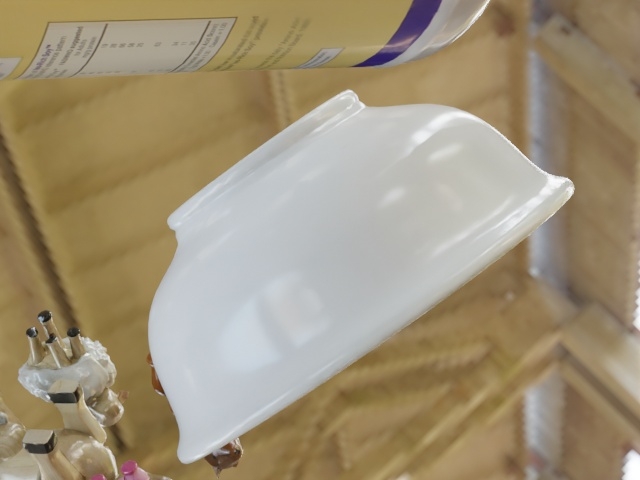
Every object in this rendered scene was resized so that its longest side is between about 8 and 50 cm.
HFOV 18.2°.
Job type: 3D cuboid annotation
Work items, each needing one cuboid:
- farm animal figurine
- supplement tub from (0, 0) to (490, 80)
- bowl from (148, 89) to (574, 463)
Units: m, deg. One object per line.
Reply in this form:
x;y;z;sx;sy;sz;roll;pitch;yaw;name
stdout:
-0.230;0.242;1.881;0.330;0.326;0.172;-47;-47;-34;farm animal figurine
-0.101;-0.187;0.836;0.331;0.241;0.241;-5;-43;-23;supplement tub
0.000;0.000;1.234;0.298;0.134;0.298;-35;1;1;bowl
